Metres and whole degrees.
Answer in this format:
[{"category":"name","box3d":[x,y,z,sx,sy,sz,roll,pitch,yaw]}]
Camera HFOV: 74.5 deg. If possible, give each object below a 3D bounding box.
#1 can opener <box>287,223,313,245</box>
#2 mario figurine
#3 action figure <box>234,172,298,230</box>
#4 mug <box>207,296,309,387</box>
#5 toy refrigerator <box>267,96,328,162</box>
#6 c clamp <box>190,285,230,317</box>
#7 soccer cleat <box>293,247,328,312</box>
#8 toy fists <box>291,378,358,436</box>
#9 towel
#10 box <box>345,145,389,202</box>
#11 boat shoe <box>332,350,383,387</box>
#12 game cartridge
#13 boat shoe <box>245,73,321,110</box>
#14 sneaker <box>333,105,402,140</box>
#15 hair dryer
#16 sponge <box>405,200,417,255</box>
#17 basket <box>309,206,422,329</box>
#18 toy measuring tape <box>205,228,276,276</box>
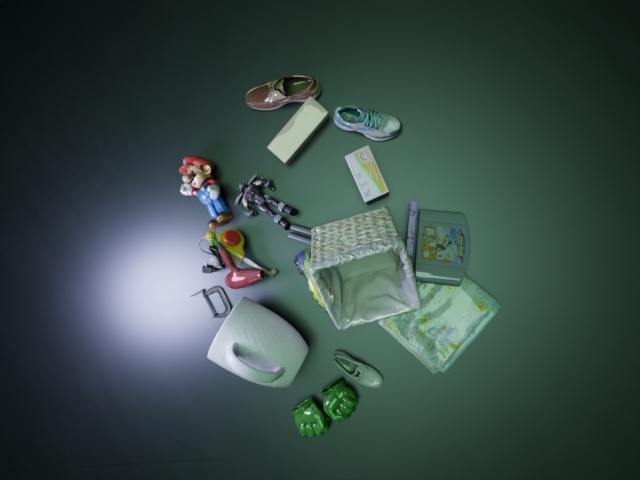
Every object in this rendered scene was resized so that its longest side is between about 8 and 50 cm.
[{"category":"can opener","box3d":[0.000,0.000,1.725,0.280,0.093,0.074,17,93,17]},{"category":"mario figurine","box3d":[-0.504,-0.205,1.766,0.197,0.170,0.321,-28,86,10]},{"category":"action figure","box3d":[-0.235,-0.159,1.759,0.284,0.099,0.185,35,101,12]},{"category":"mug","box3d":[-0.231,0.423,1.602,0.327,0.374,0.276,29,98,2]},{"category":"toy refrigerator","box3d":[-0.089,-0.449,1.742,0.102,0.094,0.270,41,96,1]},{"category":"c clamp","box3d":[-0.466,0.269,1.823,0.137,0.022,0.161,-34,82,2]},{"category":"soccer cleat","box3d":[0.001,0.162,1.710,0.121,0.093,0.289,-32,84,2]},{"category":"toy fists","box3d":[0.022,0.686,1.692,0.279,0.096,0.142,-35,84,6]},{"category":"towel","box3d":[0.453,0.285,1.634,0.320,0.090,0.375,40,95,7]},{"category":"box","box3d":[0.186,-0.257,1.678,0.103,0.114,0.203,-24,84,8]},{"category":"boat shoe","box3d":[0.144,0.526,1.684,0.226,0.076,0.083,27,93,9]},{"category":"game cartridge","box3d":[0.465,0.022,1.607,0.197,0.062,0.298,4,68,13]},{"category":"boat shoe","box3d":[-0.163,-0.626,1.743,0.323,0.116,0.123,-10,87,9]},{"category":"sneaker","box3d":[0.184,-0.473,1.679,0.282,0.122,0.110,12,91,10]},{"category":"hair dryer","box3d":[-0.368,0.114,1.725,0.293,0.224,0.080,18,49,3]},{"category":"sponge","box3d":[0.354,-0.047,1.643,0.031,0.117,0.210,6,90,11]},{"category":"basket","box3d":[0.160,0.094,1.525,0.330,0.267,0.329,-17,126,11]},{"category":"toy measuring tape","box3d":[-0.322,0.036,1.773,0.329,0.121,0.122,27,93,-7]}]
